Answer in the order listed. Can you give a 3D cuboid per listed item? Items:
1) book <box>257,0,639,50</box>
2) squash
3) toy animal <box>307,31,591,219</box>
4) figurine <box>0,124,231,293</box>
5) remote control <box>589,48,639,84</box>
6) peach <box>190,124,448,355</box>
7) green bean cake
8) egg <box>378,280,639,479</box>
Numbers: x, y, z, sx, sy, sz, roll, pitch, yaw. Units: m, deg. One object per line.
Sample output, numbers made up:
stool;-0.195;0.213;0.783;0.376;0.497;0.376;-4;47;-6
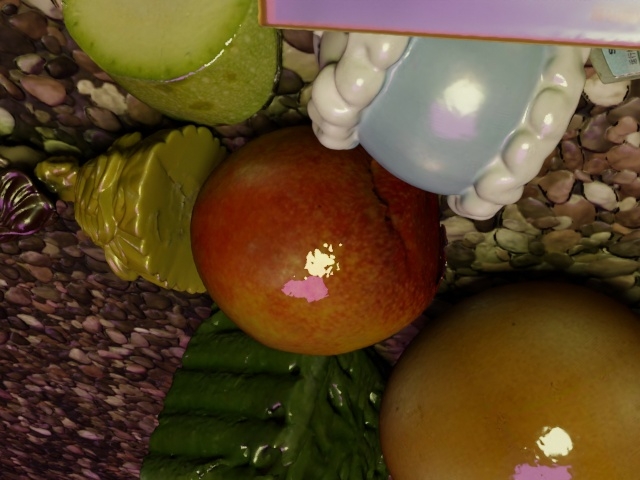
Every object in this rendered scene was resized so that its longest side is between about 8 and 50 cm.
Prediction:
book;0.085;-0.282;0.402;0.262;0.028;0.374;7;123;12
squash;-0.130;-0.146;0.718;0.191;0.085;0.184;7;142;15
toy animal;0.082;-0.120;0.606;0.204;0.156;0.208;25;147;-6
figurine;-0.263;-0.053;0.864;0.315;0.168;0.187;10;-176;24
remote control;0.302;-0.171;0.565;0.233;0.038;0.098;-6;138;28
peach;0.000;0.000;0.755;0.230;0.231;0.231;10;144;8
green bean cake;-0.033;0.253;1.020;0.218;0.335;0.319;0;145;35
egg;0.215;0.190;0.866;0.282;0.283;0.351;33;140;-22
